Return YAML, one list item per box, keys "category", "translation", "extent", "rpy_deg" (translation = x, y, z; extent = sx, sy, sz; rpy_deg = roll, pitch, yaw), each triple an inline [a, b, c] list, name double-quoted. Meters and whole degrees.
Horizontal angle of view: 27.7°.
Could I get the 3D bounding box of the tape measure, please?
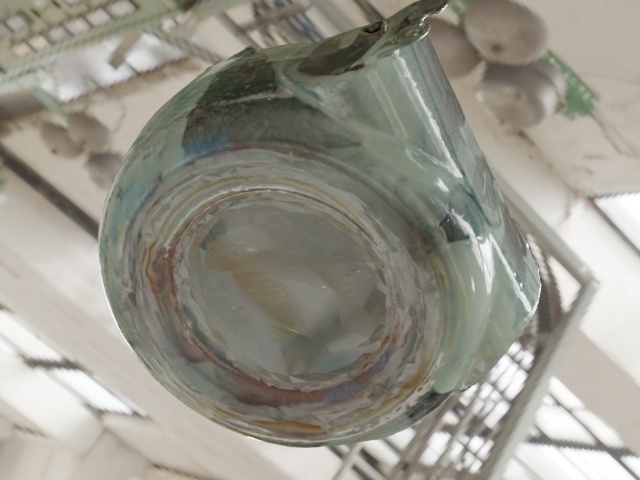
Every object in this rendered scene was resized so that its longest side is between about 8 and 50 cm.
- category: "tape measure"
  translation: [0.000, 0.000, 0.831]
  extent: [0.275, 0.256, 0.147]
  rpy_deg: [-18, -159, 24]
